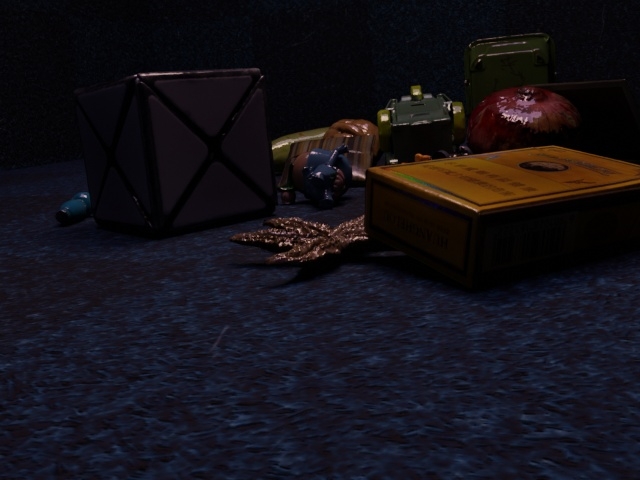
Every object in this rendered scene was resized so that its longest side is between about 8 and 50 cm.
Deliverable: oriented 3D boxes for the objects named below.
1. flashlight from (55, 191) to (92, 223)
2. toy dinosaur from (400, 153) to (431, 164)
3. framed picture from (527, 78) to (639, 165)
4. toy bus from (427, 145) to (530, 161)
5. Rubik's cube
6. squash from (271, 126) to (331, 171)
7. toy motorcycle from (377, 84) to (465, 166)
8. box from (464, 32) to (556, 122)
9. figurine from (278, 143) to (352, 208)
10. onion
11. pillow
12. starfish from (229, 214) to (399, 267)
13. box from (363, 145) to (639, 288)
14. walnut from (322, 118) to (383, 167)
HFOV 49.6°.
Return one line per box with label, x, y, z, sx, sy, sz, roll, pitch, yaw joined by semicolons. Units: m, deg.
flashlight;-0.473;-0.062;1.339;0.051;0.051;0.129;-4;13;3
toy dinosaur;0.284;-0.133;1.347;0.288;0.070;0.117;11;19;40
framed picture;0.583;-0.252;1.486;0.016;0.216;0.273;-40;25;-15
toy bus;0.281;-0.114;1.195;0.194;0.088;0.083;10;18;44
Rubik's cube;-0.250;-0.155;1.205;0.259;0.255;0.260;-15;13;-36
squash;-0.043;-0.244;1.915;0.370;0.118;0.118;-14;14;-20
toy motorcycle;0.240;-0.249;1.653;0.191;0.200;0.326;-5;21;8
box;0.534;-0.395;1.939;0.252;0.329;0.178;-4;23;15
figurine;-0.012;-0.116;1.302;0.144;0.114;0.178;-5;20;5
onion;0.437;-0.237;1.482;0.246;0.190;0.246;0;28;0
pillow;0.017;-0.181;1.585;0.212;0.052;0.208;-5;37;11
starfish;0.000;0.001;0.844;0.227;0.043;0.240;2;12;28
box;0.226;-0.041;0.789;0.301;0.084;0.193;-10;23;-28
walnut;0.081;-0.231;1.735;0.166;0.149;0.166;-12;43;11
